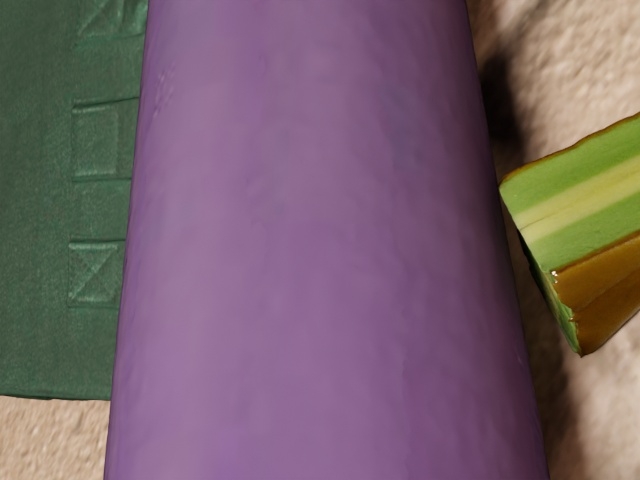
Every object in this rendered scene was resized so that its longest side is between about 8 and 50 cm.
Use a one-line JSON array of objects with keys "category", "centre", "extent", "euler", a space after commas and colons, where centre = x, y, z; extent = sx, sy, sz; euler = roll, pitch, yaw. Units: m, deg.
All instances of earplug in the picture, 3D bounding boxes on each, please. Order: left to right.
[{"category": "earplug", "centre": [0.000, 0.000, 0.824], "extent": [0.215, 0.215, 0.456], "euler": [-31, 49, 41]}]

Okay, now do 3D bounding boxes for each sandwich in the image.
[{"category": "sandwich", "centre": [0.154, -0.010, 0.783], "extent": [0.116, 0.074, 0.074], "euler": [-26, 49, 4]}]

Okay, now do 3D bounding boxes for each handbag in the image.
[{"category": "handbag", "centre": [-0.156, -0.059, 1.087], "extent": [0.238, 0.089, 0.327], "euler": [-1, 86, 47]}]
